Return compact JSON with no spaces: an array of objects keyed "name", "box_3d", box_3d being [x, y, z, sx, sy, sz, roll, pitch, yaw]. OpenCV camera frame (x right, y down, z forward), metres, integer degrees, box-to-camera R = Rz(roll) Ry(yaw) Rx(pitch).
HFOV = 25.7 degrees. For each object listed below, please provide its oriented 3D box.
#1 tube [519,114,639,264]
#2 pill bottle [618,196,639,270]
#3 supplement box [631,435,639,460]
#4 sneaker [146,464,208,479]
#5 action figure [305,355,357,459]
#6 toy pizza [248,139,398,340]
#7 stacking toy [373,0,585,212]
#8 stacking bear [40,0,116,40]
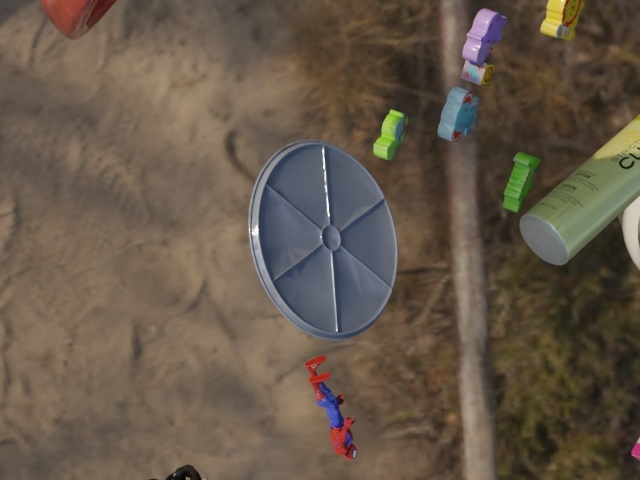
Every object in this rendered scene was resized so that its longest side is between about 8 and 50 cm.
[{"name":"tube","box_3d":[0.293,-0.070,1.367,0.240,0.062,0.070,-38,74,-22]},{"name":"pill bottle","box_3d":[0.514,-0.035,1.923,0.361,0.204,0.204,-45,113,-76]},{"name":"supplement box","box_3d":[0.443,0.164,1.491,0.111,0.114,0.220,30,83,-8]},{"name":"sneaker","box_3d":[-0.101,0.228,1.193,0.162,0.063,0.073,17,75,-63]},{"name":"action figure","box_3d":[0.014,0.156,1.256,0.030,0.038,0.115,-19,127,-4]},{"name":"toy pizza","box_3d":[0.000,0.000,1.389,0.201,0.032,0.201,12,72,-42]},{"name":"stacking toy","box_3d":[0.144,-0.156,1.347,0.052,0.167,0.221,-11,119,-57]},{"name":"stacking bear","box_3d":[-0.216,-0.267,0.832,0.289,0.164,0.175,37,56,-9]}]
